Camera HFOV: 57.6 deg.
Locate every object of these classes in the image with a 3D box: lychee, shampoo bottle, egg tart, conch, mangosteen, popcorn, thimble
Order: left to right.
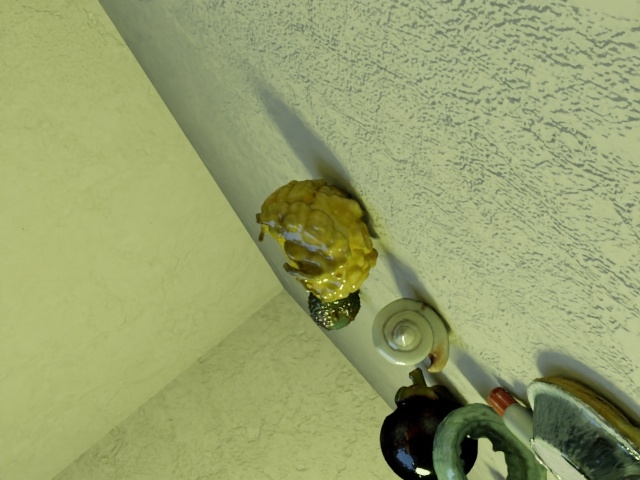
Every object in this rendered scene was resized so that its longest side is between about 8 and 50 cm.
[{"bbox_3d":[0.000,0.000,1.115,0.250,0.190,0.250,42,168,11],"label":"popcorn"},{"bbox_3d":[0.036,0.170,1.677,0.171,0.171,0.171,49,170,12],"label":"lychee"},{"bbox_3d":[0.192,0.179,1.181,0.158,0.127,0.255,19,-174,12],"label":"conch"},{"bbox_3d":[0.280,0.490,1.543,0.275,0.274,0.303,81,-178,-71],"label":"mangosteen"},{"bbox_3d":[0.340,0.457,1.177,0.172,0.204,0.250,94,153,-68],"label":"thimble"},{"bbox_3d":[0.367,0.332,1.002,0.108,0.051,0.221,34,-173,-29],"label":"shampoo bottle"},{"bbox_3d":[0.364,0.287,0.786,0.234,0.094,0.234,48,167,14],"label":"egg tart"}]
